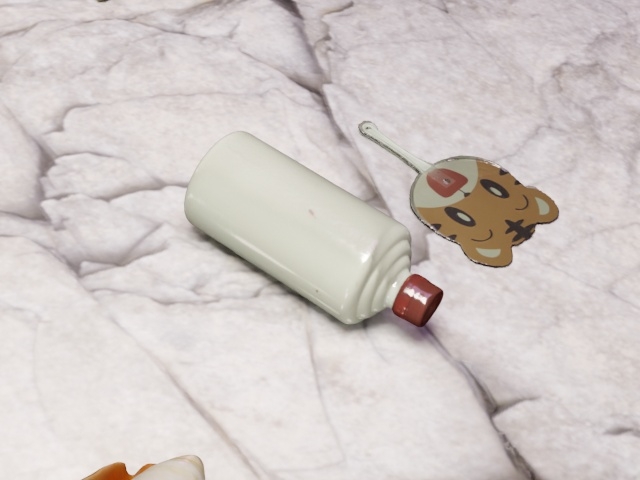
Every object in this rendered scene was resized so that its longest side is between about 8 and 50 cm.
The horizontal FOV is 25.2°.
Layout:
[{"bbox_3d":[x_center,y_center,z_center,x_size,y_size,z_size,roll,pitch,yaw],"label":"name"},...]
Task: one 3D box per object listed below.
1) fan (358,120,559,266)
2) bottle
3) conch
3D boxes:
[{"bbox_3d":[0.127,-0.059,1.467,0.226,0.008,0.152,35,45,20],"label":"fan"},{"bbox_3d":[0.000,0.000,1.287,0.245,0.104,0.104,32,43,19],"label":"bottle"},{"bbox_3d":[-0.132,0.195,1.036,0.104,0.094,0.176,-18,30,21],"label":"conch"}]
